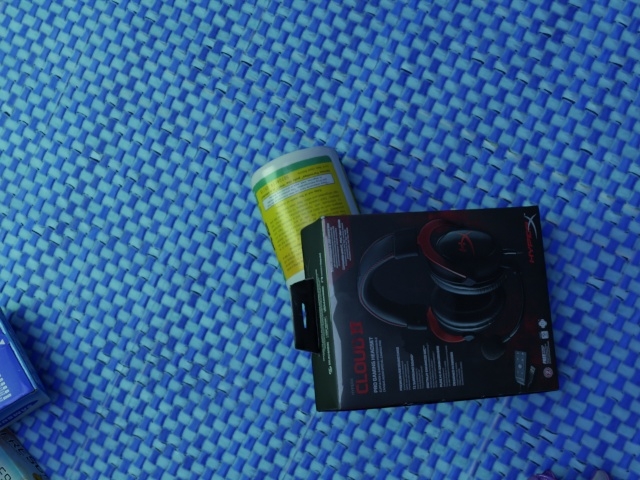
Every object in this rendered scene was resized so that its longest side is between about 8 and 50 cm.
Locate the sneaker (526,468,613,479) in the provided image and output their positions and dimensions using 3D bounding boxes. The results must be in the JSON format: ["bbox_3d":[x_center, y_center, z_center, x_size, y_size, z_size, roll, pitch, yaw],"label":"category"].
[{"bbox_3d":[0.246,0.321,1.557,0.236,0.095,0.104,-13,74,11],"label":"sneaker"}]

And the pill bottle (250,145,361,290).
[{"bbox_3d":[0.000,0.000,1.652,0.117,0.117,0.208,-23,78,14],"label":"pill bottle"}]

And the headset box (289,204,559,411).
[{"bbox_3d":[0.107,0.079,1.542,0.293,0.110,0.218,-2,82,-15],"label":"headset box"}]

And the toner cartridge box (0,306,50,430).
[{"bbox_3d":[-0.543,0.223,1.745,0.348,0.075,0.165,-30,73,-6],"label":"toner cartridge box"}]

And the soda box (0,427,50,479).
[{"bbox_3d":[-0.410,0.313,1.783,0.063,0.058,0.183,-45,74,8],"label":"soda box"}]
